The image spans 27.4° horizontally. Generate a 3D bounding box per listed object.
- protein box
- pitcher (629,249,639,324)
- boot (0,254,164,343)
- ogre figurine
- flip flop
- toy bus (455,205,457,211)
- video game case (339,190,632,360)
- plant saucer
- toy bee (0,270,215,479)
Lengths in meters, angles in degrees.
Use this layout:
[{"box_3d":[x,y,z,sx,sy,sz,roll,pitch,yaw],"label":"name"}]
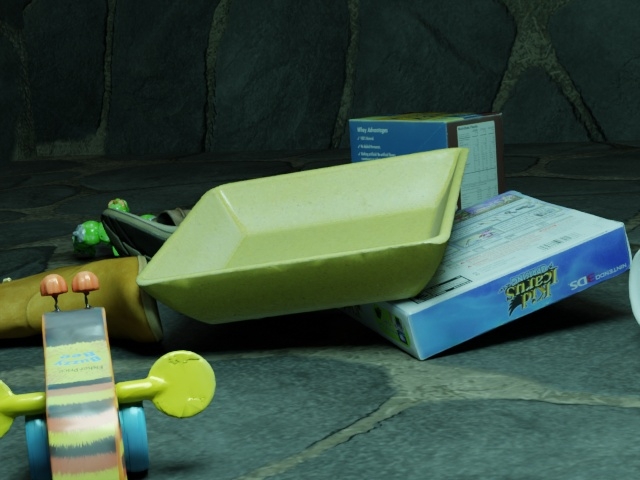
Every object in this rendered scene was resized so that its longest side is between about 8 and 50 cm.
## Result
[{"box_3d":[0.164,-0.091,2.004,0.136,0.201,0.200,-12,13,-44],"label":"protein box"},{"box_3d":[0.426,0.026,1.302,0.207,0.177,0.125,-3,46,-9],"label":"pitcher"},{"box_3d":[-0.298,0.083,1.504,0.211,0.104,0.295,-12,6,-13],"label":"boot"},{"box_3d":[-0.304,-0.010,2.067,0.197,0.096,0.118,13,-6,9],"label":"ogre figurine"},{"box_3d":[-0.183,-0.001,1.833,0.277,0.112,0.080,5,43,27],"label":"flip flop"},{"box_3d":[0.056,0.003,1.766,0.202,0.104,0.191,27,50,36],"label":"toy bus"},{"box_3d":[0.170,0.031,1.484,0.270,0.061,0.244,-21,19,-16],"label":"video game case"},{"box_3d":[0.000,0.000,1.472,0.333,0.081,0.332,-8,18,13],"label":"plant saucer"},{"box_3d":[-0.203,0.113,1.048,0.195,0.162,0.298,-12,12,-31],"label":"toy bee"}]
